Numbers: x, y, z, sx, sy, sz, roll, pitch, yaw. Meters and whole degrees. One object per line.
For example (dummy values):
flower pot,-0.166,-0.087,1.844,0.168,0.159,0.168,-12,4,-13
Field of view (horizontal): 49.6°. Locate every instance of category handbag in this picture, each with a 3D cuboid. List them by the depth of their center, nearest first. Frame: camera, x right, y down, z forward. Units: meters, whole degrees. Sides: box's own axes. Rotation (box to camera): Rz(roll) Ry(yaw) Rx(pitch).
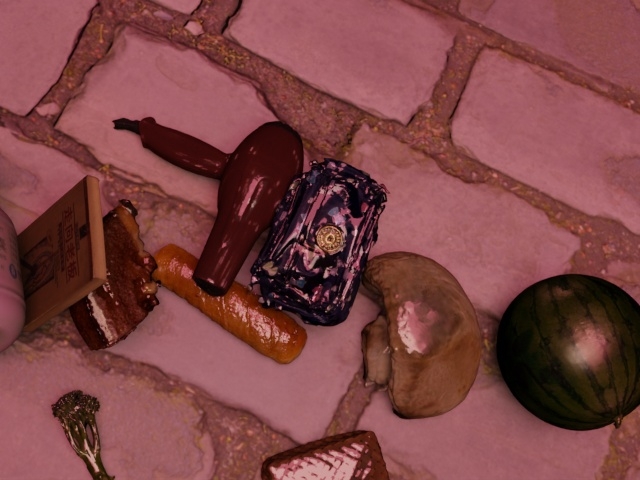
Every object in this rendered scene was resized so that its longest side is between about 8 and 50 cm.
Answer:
handbag,0.000,0.000,1.070,0.162,0.113,0.260,22,83,12

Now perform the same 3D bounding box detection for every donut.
donut,-0.327,0.055,1.045,0.144,0.126,0.187,-33,99,-49

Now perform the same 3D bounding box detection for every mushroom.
mushroom,0.165,0.142,1.088,0.189,0.164,0.267,1,74,-8

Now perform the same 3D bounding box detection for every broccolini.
broccolini,-0.327,0.323,1.028,0.067,0.058,0.216,-30,88,20

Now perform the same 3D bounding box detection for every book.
book,-0.384,0.026,1.007,0.026,0.231,0.161,11,59,-46

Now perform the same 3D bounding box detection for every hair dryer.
hair dryer,-0.218,-0.099,1.124,0.340,0.123,0.313,23,62,10

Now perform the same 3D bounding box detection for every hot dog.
hot dog,-0.150,0.101,1.105,0.285,0.061,0.088,28,84,1

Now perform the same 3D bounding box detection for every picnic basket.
picnic basket,0.010,0.360,1.060,0.193,0.055,0.110,-15,77,-11

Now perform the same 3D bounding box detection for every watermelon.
watermelon,0.398,0.172,1.081,0.242,0.242,0.242,2,74,-8

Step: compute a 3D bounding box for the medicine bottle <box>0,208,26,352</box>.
medicine bottle,-0.554,0.010,0.968,0.241,0.241,0.302,-12,67,-12
